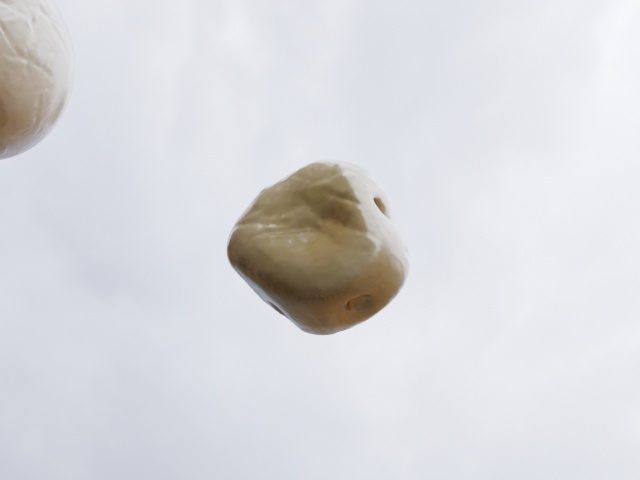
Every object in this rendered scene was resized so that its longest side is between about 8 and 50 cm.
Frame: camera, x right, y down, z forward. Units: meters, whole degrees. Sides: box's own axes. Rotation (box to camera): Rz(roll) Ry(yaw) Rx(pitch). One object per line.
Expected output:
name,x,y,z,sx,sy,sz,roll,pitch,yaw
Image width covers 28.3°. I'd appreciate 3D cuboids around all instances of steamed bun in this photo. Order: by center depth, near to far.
steamed bun,-0.292,-0.184,1.074,0.228,0.131,0.177,53,-28,5

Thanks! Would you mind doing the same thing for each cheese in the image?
cheese,0.000,0.000,1.547,0.235,0.218,0.117,11,-26,25
